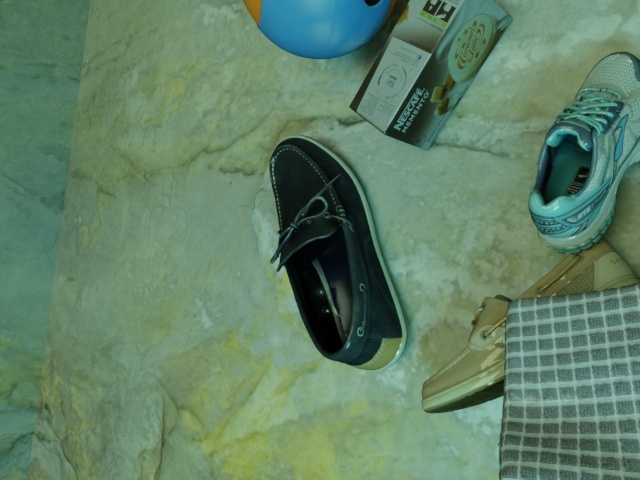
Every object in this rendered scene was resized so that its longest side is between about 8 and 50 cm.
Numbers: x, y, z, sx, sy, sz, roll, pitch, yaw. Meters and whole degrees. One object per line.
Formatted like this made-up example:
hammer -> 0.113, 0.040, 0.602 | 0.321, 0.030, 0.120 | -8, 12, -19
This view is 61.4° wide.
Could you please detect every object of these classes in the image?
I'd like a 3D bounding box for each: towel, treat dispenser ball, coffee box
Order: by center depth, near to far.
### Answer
towel -> 0.316, 0.161, 0.533 | 0.284, 0.121, 0.235 | -11, 52, 31
coffee box -> 0.174, -0.284, 0.867 | 0.098, 0.141, 0.246 | 46, 114, 35
treat dispenser ball -> -0.002, -0.470, 0.949 | 0.288, 0.288, 0.288 | -6, 81, 41

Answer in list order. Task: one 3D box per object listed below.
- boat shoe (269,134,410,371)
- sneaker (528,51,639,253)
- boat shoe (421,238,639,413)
boat shoe -> 0.000, 0.000, 0.984 | 0.187, 0.156, 0.500 | -39, 59, 34
sneaker -> 0.345, -0.129, 0.680 | 0.110, 0.122, 0.282 | 12, 75, 45
boat shoe -> 0.273, 0.130, 0.754 | 0.341, 0.122, 0.110 | -39, 56, 21
